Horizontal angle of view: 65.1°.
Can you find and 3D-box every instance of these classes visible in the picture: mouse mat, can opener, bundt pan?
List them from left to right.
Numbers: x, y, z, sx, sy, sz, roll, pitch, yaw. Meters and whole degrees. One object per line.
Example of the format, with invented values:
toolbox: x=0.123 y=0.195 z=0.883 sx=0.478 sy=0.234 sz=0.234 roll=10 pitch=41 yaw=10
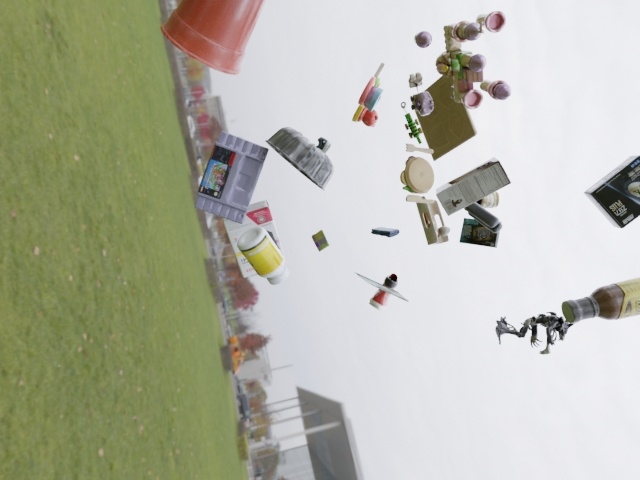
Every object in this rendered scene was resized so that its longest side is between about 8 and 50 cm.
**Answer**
bundt pan: x=-0.071 y=-0.364 z=2.155 sx=0.331 sy=0.124 sz=0.331 roll=41 pitch=3 yaw=-3
mouse mat: x=0.194 y=0.147 z=1.573 sx=0.007 sy=0.153 sz=0.190 roll=-63 pitch=155 yaw=-6
can opener: x=0.587 y=-0.105 z=1.983 sx=0.076 sy=0.095 sz=0.283 roll=44 pitch=5 yaw=-40

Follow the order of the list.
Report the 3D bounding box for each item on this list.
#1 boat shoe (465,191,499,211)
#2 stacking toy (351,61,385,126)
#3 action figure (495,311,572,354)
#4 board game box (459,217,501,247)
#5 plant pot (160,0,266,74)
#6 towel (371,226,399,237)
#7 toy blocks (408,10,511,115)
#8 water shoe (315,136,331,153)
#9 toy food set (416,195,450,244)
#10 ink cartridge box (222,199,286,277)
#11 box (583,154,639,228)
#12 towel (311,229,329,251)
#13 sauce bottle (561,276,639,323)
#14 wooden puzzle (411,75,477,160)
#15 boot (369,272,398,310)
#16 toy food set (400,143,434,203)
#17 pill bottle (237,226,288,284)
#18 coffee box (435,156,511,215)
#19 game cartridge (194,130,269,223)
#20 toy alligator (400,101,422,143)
boat shoe: x=0.779 y=-0.191 z=2.513 sx=0.302 sy=0.098 sz=0.109 roll=171 pitch=-83 yaw=-81
stacking toy: x=0.307 y=-0.779 z=2.734 sx=0.279 sy=0.131 sz=0.309 roll=-59 pitch=178 yaw=-14
action figure: x=0.769 y=0.326 z=1.778 sx=0.164 sy=0.276 sz=0.140 roll=16 pitch=69 yaw=-76
board game box: x=0.757 y=-0.038 z=2.380 sx=0.186 sy=0.026 sz=0.126 roll=11 pitch=-91 yaw=45
plant pot: x=-0.306 y=-0.700 z=1.534 sx=0.265 sy=0.273 sz=0.272 roll=-54 pitch=-144 yaw=25
towel: x=0.279 y=-0.036 z=2.160 sx=0.120 sy=0.067 sz=0.029 roll=10 pitch=-70 yaw=53
toy blocks: x=0.461 y=-0.558 z=1.618 sx=0.260 sy=0.309 sz=0.288 roll=-105 pitch=-179 yaw=-63
water shoe: x=-0.026 y=-0.443 z=2.579 sx=0.203 sy=0.080 sz=0.073 roll=-51 pitch=180 yaw=26
toy food set: x=0.539 y=-0.095 z=2.363 sx=0.306 sy=0.093 sz=0.219 roll=0 pitch=74 yaw=-68
ink cartridge box: x=-0.312 y=-0.010 z=2.367 sx=0.131 sy=0.226 sz=0.306 roll=-124 pitch=-163 yaw=-66
box: x=0.946 y=-0.150 z=1.550 sx=0.147 sy=0.180 sz=0.077 roll=50 pitch=13 yaw=2
towel: x=0.000 y=0.000 z=2.170 sx=0.009 sy=0.060 sz=0.083 roll=11 pitch=50 yaw=-64
sauce bottle: x=0.905 y=0.179 z=1.505 sx=0.111 sy=0.345 sz=0.111 roll=-14 pitch=90 yaw=-89
wooden puzzle: x=0.583 y=-0.577 z=2.332 sx=0.348 sy=0.081 sz=0.321 roll=-33 pitch=-106 yaw=66
boot: x=0.305 y=0.234 z=2.322 sx=0.176 sy=0.089 sz=0.244 roll=-58 pitch=170 yaw=0
toy food set: x=0.319 y=-0.215 z=1.656 sx=0.039 sy=0.133 sz=0.191 roll=-9 pitch=-102 yaw=62
pill bottle: x=-0.177 y=0.053 z=1.600 sx=0.184 sy=0.103 sz=0.103 roll=58 pitch=0 yaw=-30
coffee box: x=0.557 y=-0.200 z=1.846 sx=0.098 sy=0.247 sz=0.141 roll=58 pitch=18 yaw=-7
game cartridge: x=-0.390 y=-0.274 z=2.187 sx=0.068 sy=0.230 sz=0.354 roll=-161 pitch=-90 yaw=-74
toy alligator: x=0.373 y=-0.485 z=2.068 sx=0.189 sy=0.056 sz=0.051 roll=65 pitch=16 yaw=-5
